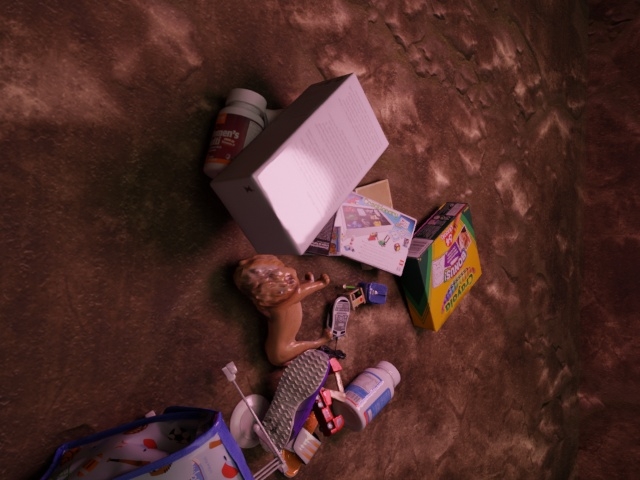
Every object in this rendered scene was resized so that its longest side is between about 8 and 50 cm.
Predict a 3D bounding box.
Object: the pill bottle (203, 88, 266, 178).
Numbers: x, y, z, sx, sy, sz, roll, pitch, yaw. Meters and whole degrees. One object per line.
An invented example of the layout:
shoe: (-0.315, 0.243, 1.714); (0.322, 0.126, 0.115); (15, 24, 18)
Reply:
pill bottle: (-0.209, -0.259, 1.403); (0.121, 0.121, 0.221); (23, 74, -41)

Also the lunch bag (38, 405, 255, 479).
lunch bag: (-0.316, 0.531, 1.122); (0.386, 0.239, 0.327); (-20, 108, 4)

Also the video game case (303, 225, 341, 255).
video game case: (0.000, 0.000, 1.625); (0.122, 0.011, 0.087); (1, 85, -7)

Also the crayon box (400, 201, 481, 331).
crayon box: (0.432, 0.087, 1.990); (0.363, 0.106, 0.313); (-41, 124, -35)

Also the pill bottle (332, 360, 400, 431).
pill bottle: (0.150, 0.475, 1.732); (0.221, 0.124, 0.124); (-33, 112, -38)

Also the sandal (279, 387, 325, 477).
sandal: (-0.034, 0.542, 1.590); (0.102, 0.076, 0.265); (44, 61, -34)

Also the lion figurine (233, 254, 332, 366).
lion figurine: (-0.097, 0.213, 1.496); (0.240, 0.142, 0.392); (-16, 105, -35)

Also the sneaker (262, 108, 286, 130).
sneaker: (-0.108, -0.216, 1.520); (0.169, 0.108, 0.292); (-7, 85, -41)

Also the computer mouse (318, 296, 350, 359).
computer mouse: (0.046, 0.264, 1.696); (0.106, 0.042, 0.193); (12, 87, -38)

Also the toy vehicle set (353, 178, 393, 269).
toy vehicle set: (0.179, -0.055, 1.826); (0.166, 0.035, 0.266); (-19, 103, -42)

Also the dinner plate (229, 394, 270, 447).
dinner plate: (-0.181, 0.485, 1.495); (0.141, 0.017, 0.141); (-1, 91, -44)

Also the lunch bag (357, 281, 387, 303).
lunch bag: (0.171, 0.171, 1.795); (0.098, 0.065, 0.067); (13, 81, -42)

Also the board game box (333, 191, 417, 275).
board game box: (0.152, -0.024, 1.737); (0.305, 0.053, 0.193); (21, 83, -30)

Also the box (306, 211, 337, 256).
box: (-0.019, -0.042, 1.604); (0.116, 0.029, 0.162); (12, 79, -6)

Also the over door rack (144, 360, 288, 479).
over door rack: (-0.251, 0.489, 1.358); (0.240, 0.108, 0.324); (-30, 96, -30)

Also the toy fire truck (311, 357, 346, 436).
toy fire truck: (0.028, 0.451, 1.615); (0.135, 0.047, 0.192); (-16, 75, -40)

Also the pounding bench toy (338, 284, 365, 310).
pounding bench toy: (0.096, 0.164, 1.733); (0.065, 0.052, 0.083); (-27, 107, -40)

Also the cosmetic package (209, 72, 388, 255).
cosmetic package: (-0.033, -0.194, 1.386); (0.453, 0.162, 0.230); (-52, 124, -34)

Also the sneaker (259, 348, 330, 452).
sneaker: (-0.061, 0.428, 1.525); (0.293, 0.102, 0.146); (-60, 160, -2)
